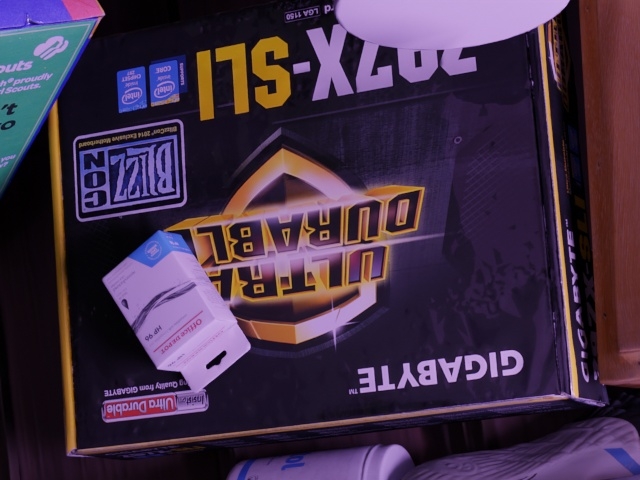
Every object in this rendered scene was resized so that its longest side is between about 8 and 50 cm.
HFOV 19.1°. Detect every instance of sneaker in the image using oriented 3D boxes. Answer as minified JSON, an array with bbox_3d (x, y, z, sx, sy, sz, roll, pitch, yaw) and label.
[{"bbox_3d":[0.159,0.142,1.079,0.237,0.085,0.086,-18,108,16],"label":"sneaker"}]

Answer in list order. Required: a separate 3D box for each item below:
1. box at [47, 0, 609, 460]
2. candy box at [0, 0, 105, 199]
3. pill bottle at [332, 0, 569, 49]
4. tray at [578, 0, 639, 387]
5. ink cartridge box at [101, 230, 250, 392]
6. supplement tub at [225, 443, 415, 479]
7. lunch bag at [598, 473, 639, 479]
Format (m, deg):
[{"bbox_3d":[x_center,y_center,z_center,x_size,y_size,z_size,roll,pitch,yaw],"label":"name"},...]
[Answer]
[{"bbox_3d":[-0.004,-0.013,1.128,0.322,0.079,0.257,-8,78,24],"label":"box"},{"bbox_3d":[-0.296,-0.141,1.216,0.268,0.122,0.317,59,141,19],"label":"candy box"},{"bbox_3d":[0.055,-0.274,1.017,0.181,0.181,0.323,-12,71,23],"label":"pill bottle"},{"bbox_3d":[0.235,-0.136,1.011,0.203,0.076,0.411,-12,76,45],"label":"tray"},{"bbox_3d":[-0.083,0.042,1.100,0.048,0.028,0.083,-41,69,15],"label":"ink cartridge box"},{"bbox_3d":[0.001,0.161,1.145,0.107,0.071,0.071,-10,79,22],"label":"supplement tub"},{"bbox_3d":[0.110,0.343,0.979,0.328,0.239,0.385,-10,105,22],"label":"lunch bag"}]
